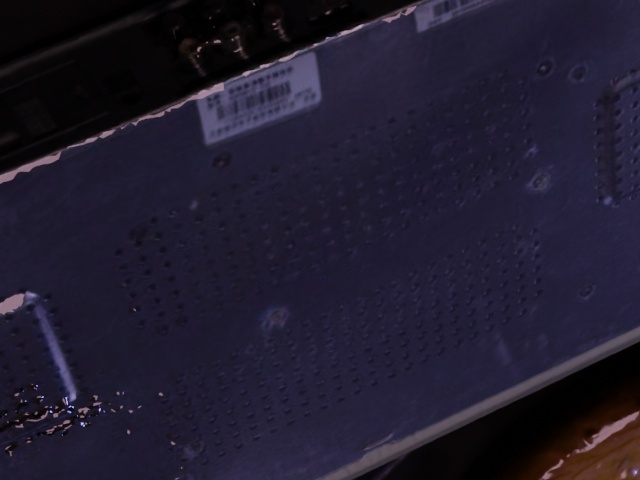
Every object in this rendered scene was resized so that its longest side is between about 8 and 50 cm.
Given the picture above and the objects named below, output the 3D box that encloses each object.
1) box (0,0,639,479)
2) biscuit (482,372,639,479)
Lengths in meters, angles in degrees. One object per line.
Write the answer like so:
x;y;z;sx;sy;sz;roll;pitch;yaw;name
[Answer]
0.000;0.000;0.517;0.270;0.045;0.211;-23;138;-12;box
0.126;0.114;0.715;0.188;0.027;0.188;-17;134;-19;biscuit
